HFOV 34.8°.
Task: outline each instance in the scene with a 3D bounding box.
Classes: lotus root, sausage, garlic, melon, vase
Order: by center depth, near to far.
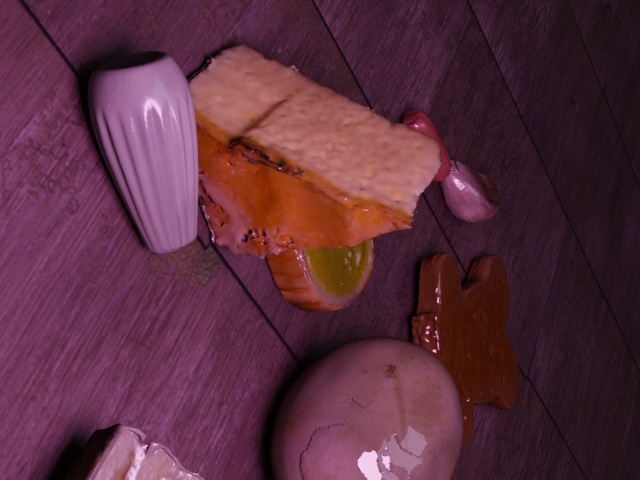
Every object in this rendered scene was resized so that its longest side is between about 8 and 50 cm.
[{"bbox_3d":[-0.220,0.317,1.192,0.235,0.138,0.119,53,40,-37],"label":"lotus root"},{"bbox_3d":[-0.210,-0.105,1.279,0.128,0.128,0.248,-39,127,-51],"label":"vase"},{"bbox_3d":[0.063,0.295,1.493,0.330,0.268,0.268,-54,129,-37],"label":"melon"},{"bbox_3d":[0.201,-0.178,1.936,0.154,0.062,0.062,58,43,-35],"label":"sausage"},{"bbox_3d":[0.300,-0.089,2.056,0.196,0.087,0.101,21,55,-49],"label":"garlic"}]

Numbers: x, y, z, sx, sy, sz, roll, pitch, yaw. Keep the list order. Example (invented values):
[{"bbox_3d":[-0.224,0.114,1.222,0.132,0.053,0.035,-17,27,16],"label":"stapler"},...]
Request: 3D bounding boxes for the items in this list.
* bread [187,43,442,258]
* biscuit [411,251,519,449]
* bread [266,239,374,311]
[{"bbox_3d":[-0.030,-0.145,1.390,0.279,0.315,0.248,62,39,-18],"label":"bread"},{"bbox_3d":[0.279,0.191,2.000,0.394,0.076,0.368,-16,99,-58],"label":"biscuit"},{"bbox_3d":[0.000,0.000,1.611,0.236,0.070,0.236,7,81,-55],"label":"bread"}]
